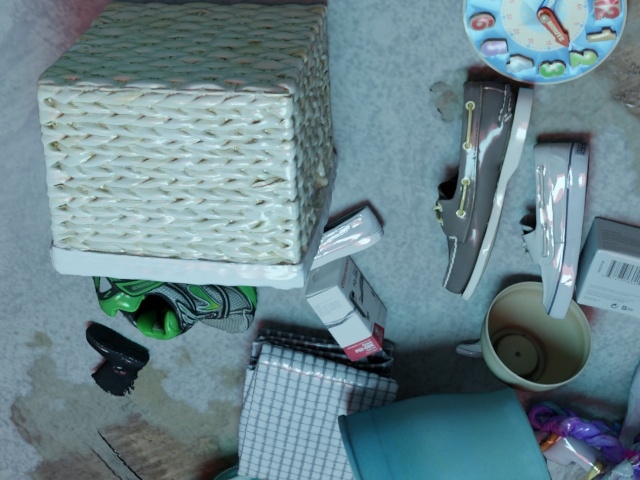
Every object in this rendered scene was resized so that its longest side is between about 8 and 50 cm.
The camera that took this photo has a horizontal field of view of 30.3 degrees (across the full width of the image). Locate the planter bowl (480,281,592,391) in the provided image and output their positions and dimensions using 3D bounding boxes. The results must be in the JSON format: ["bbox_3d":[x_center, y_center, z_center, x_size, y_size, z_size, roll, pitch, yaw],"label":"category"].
[{"bbox_3d":[0.306,0.156,1.748,0.162,0.162,0.109,17,152,-3],"label":"planter bowl"}]

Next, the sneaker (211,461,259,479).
[{"bbox_3d":[-0.174,0.466,2.053,0.107,0.110,0.275,41,140,1],"label":"sneaker"}]

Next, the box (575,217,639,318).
[{"bbox_3d":[0.424,0.039,1.676,0.101,0.087,0.102,14,126,0],"label":"box"}]

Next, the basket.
[{"bbox_3d":[-0.159,-0.134,1.507,0.331,0.328,0.266,2,120,8],"label":"basket"}]

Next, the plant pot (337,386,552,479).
[{"bbox_3d":[0.190,0.336,1.693,0.255,0.271,0.271,-21,120,3],"label":"plant pot"}]

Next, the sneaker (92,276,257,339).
[{"bbox_3d":[-0.215,0.087,1.716,0.134,0.146,0.343,-18,155,30],"label":"sneaker"}]

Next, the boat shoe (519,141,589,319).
[{"bbox_3d":[0.321,-0.013,1.653,0.088,0.096,0.267,7,123,12],"label":"boat shoe"}]

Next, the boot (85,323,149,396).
[{"bbox_3d":[-0.346,0.199,1.933,0.121,0.045,0.099,30,127,-13],"label":"boot"}]

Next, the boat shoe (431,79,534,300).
[{"bbox_3d":[0.208,-0.067,1.624,0.097,0.116,0.324,14,121,4],"label":"boat shoe"}]

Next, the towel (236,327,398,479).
[{"bbox_3d":[-0.008,0.269,1.886,0.235,0.121,0.283,12,127,3],"label":"towel"}]

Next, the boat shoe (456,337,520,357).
[{"bbox_3d":[0.260,0.163,1.824,0.100,0.035,0.035,4,98,10],"label":"boat shoe"}]

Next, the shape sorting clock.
[{"bbox_3d":[0.283,-0.290,1.500,0.206,0.040,0.206,4,124,6],"label":"shape sorting clock"}]

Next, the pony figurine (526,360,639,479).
[{"bbox_3d":[0.478,0.342,1.772,0.363,0.303,0.351,36,150,4],"label":"pony figurine"}]

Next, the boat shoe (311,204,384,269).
[{"bbox_3d":[0.000,0.000,1.732,0.184,0.066,0.063,-19,105,23],"label":"boat shoe"}]

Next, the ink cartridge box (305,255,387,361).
[{"bbox_3d":[0.040,0.096,1.767,0.056,0.099,0.135,-24,118,23],"label":"ink cartridge box"}]
